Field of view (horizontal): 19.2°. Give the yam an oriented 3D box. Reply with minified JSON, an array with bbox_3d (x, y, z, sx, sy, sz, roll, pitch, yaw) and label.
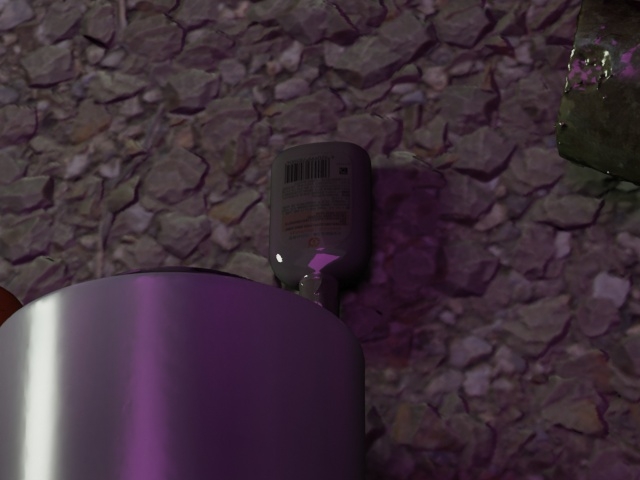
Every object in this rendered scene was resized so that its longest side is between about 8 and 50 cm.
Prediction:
[{"bbox_3d":[0.288,-0.097,1.385,0.254,0.154,0.154,16,62,20],"label":"yam"}]

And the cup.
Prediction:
[{"bbox_3d":[-0.096,0.220,1.196,0.253,0.253,0.372,-5,59,9],"label":"cup"}]

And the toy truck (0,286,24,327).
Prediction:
[{"bbox_3d":[-0.334,0.127,1.352,0.239,0.189,0.265,3,58,4],"label":"toy truck"}]

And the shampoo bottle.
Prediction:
[{"bbox_3d":[0.000,0.000,1.444,0.080,0.040,0.165,-5,57,8],"label":"shampoo bottle"}]
